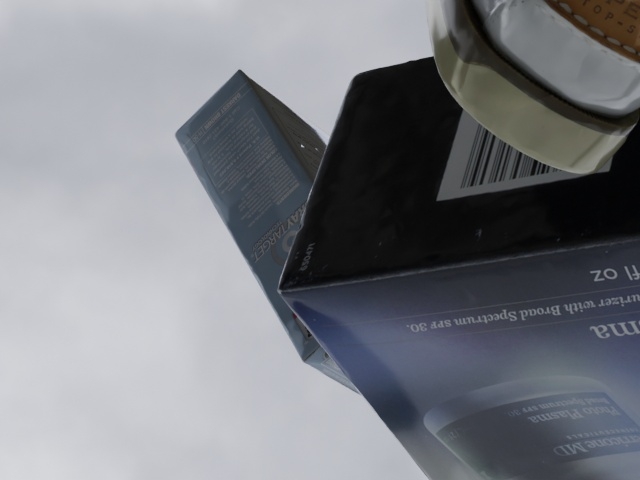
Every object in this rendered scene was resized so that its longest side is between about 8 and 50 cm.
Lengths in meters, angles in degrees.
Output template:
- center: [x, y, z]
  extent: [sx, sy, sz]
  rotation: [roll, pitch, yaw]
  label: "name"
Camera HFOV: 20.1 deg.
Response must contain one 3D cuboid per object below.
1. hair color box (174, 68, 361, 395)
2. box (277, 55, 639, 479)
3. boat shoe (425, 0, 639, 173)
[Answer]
- center: [0.000, 0.000, 1.915]
  extent: [0.185, 0.113, 0.374]
  rotation: [33, -162, -45]
  label: "hair color box"
- center: [0.188, 0.039, 1.018]
  extent: [0.296, 0.294, 0.182]
  rotation: [-10, -135, 33]
  label: "box"
- center: [0.091, -0.155, 0.747]
  extent: [0.113, 0.103, 0.302]
  rotation: [19, -147, -26]
  label: "boat shoe"
